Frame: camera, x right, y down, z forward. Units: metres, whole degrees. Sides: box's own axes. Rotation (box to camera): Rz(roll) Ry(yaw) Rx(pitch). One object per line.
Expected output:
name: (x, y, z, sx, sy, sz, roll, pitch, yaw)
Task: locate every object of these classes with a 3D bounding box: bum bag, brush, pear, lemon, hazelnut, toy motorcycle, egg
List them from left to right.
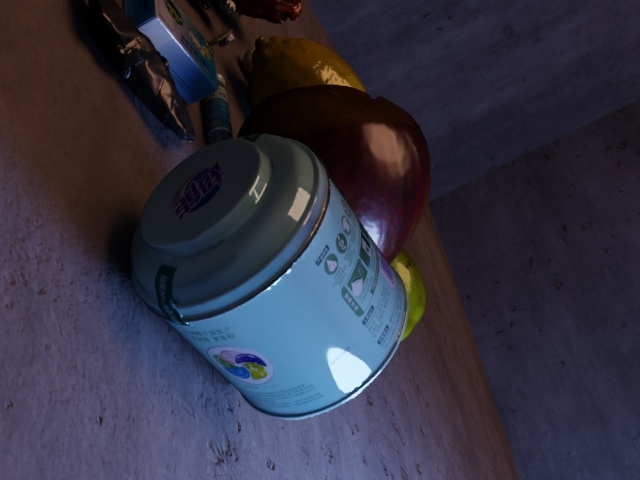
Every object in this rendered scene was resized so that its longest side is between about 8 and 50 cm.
bum bag: (-0.285, -0.279, 1.307, 0.310, 0.074, 0.137, 55, 6, -32)
toy motorcycle: (-0.280, -0.622, 1.863, 0.270, 0.106, 0.159, 38, 26, -46)
brush: (-0.234, -0.473, 1.911, 0.178, 0.033, 0.030, -77, 153, -68)
egg: (-0.162, -0.445, 2.034, 0.071, 0.071, 0.083, 48, 22, -46)
lemon: (-0.032, -0.330, 1.926, 0.316, 0.285, 0.285, 19, 43, -41)
hazelnut: (0.009, -0.112, 1.513, 0.402, 0.402, 0.429, 57, 9, -25)
pear: (0.130, 0.106, 1.835, 0.212, 0.212, 0.269, 39, 37, -59)

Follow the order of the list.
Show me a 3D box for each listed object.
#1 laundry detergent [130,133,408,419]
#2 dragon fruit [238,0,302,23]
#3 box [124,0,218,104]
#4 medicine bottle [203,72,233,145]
laundry detergent: (-0.073, 0.035, 1.064, 0.305, 0.287, 0.287, 53, 18, -37)
dragon fruit: (-0.173, -0.716, 2.071, 0.342, 0.277, 0.277, 50, 19, -58)
box: (-0.274, -0.366, 1.490, 0.194, 0.073, 0.139, 48, 21, -46)
medicine bottle: (-0.205, -0.259, 1.596, 0.051, 0.051, 0.191, 49, 20, -45)
